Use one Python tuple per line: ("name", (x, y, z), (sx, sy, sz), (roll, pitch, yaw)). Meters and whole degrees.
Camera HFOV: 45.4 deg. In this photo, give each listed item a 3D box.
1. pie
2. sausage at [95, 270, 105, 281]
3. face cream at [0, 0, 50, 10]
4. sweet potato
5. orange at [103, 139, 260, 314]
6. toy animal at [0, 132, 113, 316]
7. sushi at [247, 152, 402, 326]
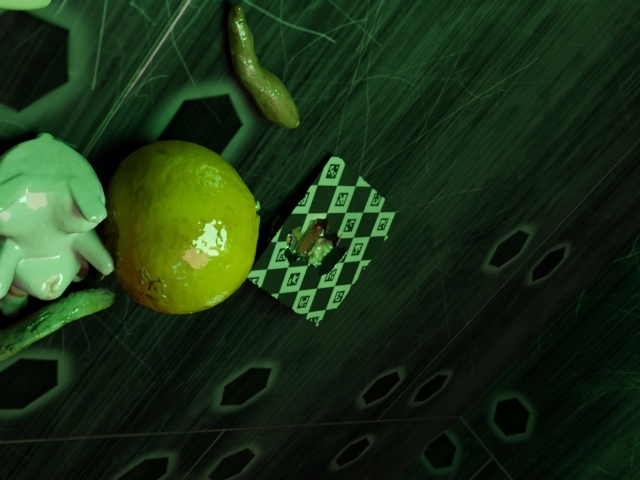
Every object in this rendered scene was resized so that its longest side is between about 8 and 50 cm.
("pie", (-0.362, 0.106, 1.030), (0.187, 0.041, 0.187), (-27, -177, 2))
("sausage", (-0.295, 0.021, 1.084), (0.015, 0.015, 0.100), (8, 125, -50))
("face cream", (-0.249, -0.358, 0.600), (0.173, 0.081, 0.348), (-3, 133, -44))
("sweet potato", (-0.081, -0.217, 0.982), (0.050, 0.050, 0.214), (-37, 142, -3))
("orange", (-0.177, -0.016, 0.966), (0.193, 0.219, 0.219), (7, 132, -13))
("toy animal", (-0.330, 0.015, 0.921), (0.140, 0.138, 0.282), (-6, 134, -25))
("sushi", (0.000, 0.000, 1.329), (0.264, 0.050, 0.290), (-55, 145, -2))
